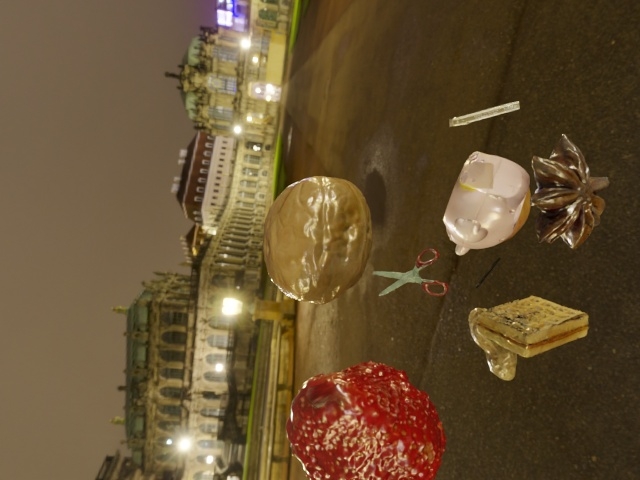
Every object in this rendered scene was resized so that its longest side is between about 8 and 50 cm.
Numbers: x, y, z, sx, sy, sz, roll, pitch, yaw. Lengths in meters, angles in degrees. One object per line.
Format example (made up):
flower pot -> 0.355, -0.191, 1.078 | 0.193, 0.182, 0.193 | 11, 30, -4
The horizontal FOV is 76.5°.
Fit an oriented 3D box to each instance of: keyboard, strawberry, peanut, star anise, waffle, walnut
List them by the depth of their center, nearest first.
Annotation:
strawberry -> 0.063, 0.329, 0.685 | 0.258, 0.261, 0.260 | 2, -84, -60
walnut -> -0.002, 0.000, 0.996 | 0.277, 0.252, 0.312 | 6, -95, -74
star anise -> 0.670, -0.132, 1.096 | 0.108, 0.316, 0.314 | 173, 104, -65
waffle -> 0.856, 0.337, 1.656 | 0.261, 0.377, 0.113 | 29, 124, 60
peanut -> 0.759, 0.449, 1.782 | 0.140, 0.154, 0.324 | -50, 48, 48
keyboard -> 0.794, 0.156, 1.927 | 0.061, 0.013, 0.204 | -36, -25, -30

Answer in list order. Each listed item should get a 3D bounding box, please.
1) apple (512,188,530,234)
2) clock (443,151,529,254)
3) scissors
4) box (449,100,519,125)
apple -> 0.817, -0.149, 1.838 | 0.314, 0.252, 0.309 | -58, -7, -18
clock -> 0.633, -0.123, 1.561 | 0.368, 0.251, 0.376 | -57, -21, -26
scissors -> 0.271, 0.117, 1.270 | 0.248, 0.017, 0.144 | -18, 84, 42
box -> 0.522, -0.405, 1.308 | 0.109, 0.199, 0.029 | -54, -50, -71
